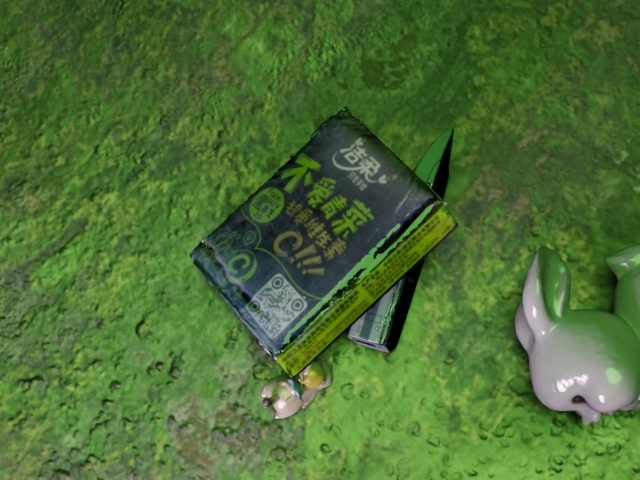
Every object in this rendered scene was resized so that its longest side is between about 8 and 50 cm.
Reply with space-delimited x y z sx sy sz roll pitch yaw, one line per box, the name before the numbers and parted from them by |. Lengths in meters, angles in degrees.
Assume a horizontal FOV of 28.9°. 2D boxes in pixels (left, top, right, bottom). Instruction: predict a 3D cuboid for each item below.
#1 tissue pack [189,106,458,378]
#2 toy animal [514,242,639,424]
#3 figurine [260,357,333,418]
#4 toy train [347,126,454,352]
tissue pack | 0.000 0.000 1.277 0.235 0.073 0.173 -44 59 0
toy animal | 0.299 0.088 1.255 0.193 0.127 0.178 -13 75 -1
figurine | -0.023 0.151 1.287 0.083 0.050 0.047 -36 85 -6
toy train | 0.089 -0.008 1.320 0.048 0.055 0.252 14 77 20
